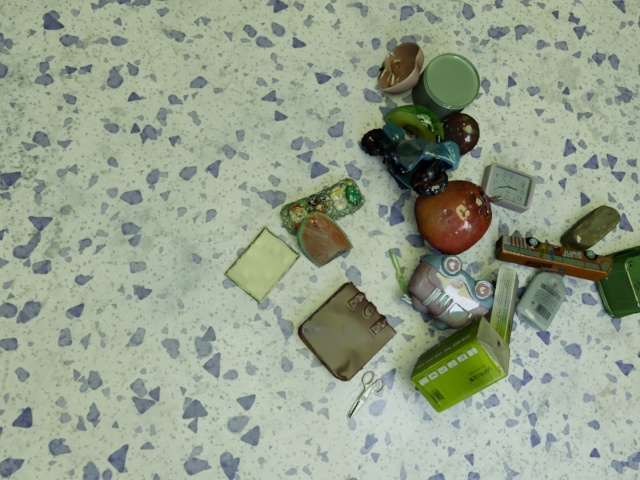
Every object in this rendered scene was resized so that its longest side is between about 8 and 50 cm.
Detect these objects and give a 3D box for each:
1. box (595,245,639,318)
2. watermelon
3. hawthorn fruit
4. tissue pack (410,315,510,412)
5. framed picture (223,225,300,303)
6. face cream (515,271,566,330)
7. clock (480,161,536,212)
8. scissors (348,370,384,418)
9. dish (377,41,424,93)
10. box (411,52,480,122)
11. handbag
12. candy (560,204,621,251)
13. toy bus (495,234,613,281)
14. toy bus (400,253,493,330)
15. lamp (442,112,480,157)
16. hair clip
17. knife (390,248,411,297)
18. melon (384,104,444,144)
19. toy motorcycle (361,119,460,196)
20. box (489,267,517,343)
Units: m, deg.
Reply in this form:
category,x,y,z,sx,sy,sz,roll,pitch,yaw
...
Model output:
category,x,y,z,sx,sy,sz,roll,pitch,yaw
box,1.264,0.145,1.829,0.328,0.178,0.253,-15,81,-12
watermelon,-0.009,-0.002,1.676,0.146,0.128,0.231,-34,112,26
hawthorn fruit,0.501,-0.101,1.684,0.276,0.307,0.276,31,43,-34
tissue pack,0.469,0.411,1.572,0.274,0.200,0.167,-41,86,28
framed picture,-0.206,0.086,1.681,0.173,0.010,0.231,41,76,0
face cream,0.864,0.196,1.804,0.144,0.071,0.291,37,72,0
clock,0.741,-0.210,1.866,0.197,0.063,0.150,19,78,-5
scissors,0.151,0.546,1.648,0.085,0.022,0.176,40,73,-2
dish,0.328,-0.662,1.849,0.090,0.213,0.213,26,74,-38
box,0.491,-0.596,1.853,0.226,0.149,0.226,2,80,-9
handbag,0.090,0.317,1.655,0.275,0.084,0.260,-40,85,-14
candy,1.069,-0.044,1.870,0.234,0.104,0.102,-38,82,-14
toy bus,0.875,0.064,1.781,0.408,0.093,0.092,13,65,7
toy bus,0.447,0.194,1.686,0.294,0.197,0.232,40,86,-1
lamp,0.549,-0.415,1.833,0.134,0.157,0.156,-20,77,-31
hair clip,0.016,-0.125,1.716,0.321,0.091,0.138,-26,87,-12
knife,0.294,0.129,1.754,0.030,0.014,0.207,-18,84,-14
melon,0.397,-0.444,1.799,0.265,0.169,0.129,45,75,-1
toy motorcycle,0.339,-0.316,1.719,0.232,0.172,0.416,-36,51,-10
box,0.667,0.246,1.711,0.062,0.175,0.261,7,76,29
